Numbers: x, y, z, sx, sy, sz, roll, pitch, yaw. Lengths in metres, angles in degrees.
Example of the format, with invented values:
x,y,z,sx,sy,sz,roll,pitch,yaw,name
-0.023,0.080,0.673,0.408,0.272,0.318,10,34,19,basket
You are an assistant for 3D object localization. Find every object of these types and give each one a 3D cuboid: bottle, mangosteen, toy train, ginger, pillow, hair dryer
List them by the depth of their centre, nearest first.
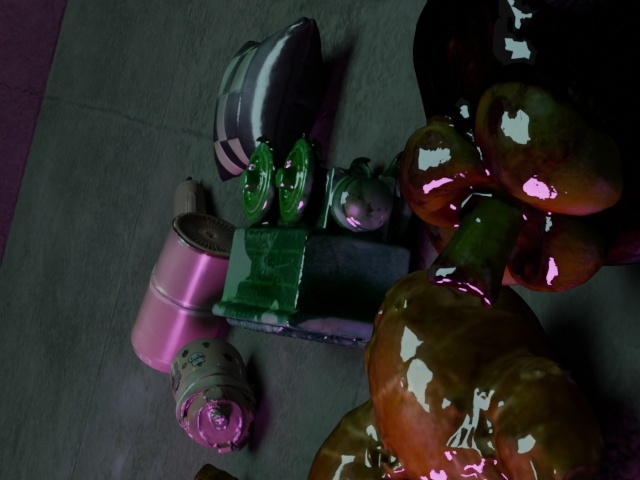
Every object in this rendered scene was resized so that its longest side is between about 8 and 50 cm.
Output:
x,y,z,sx,sy,sz,roll,pitch,yaw,name
0.173,-0.079,1.180,0.287,0.233,0.288,-38,43,47,mangosteen
0.106,0.209,1.286,0.274,0.152,0.358,41,117,45,ginger
0.000,0.000,1.677,0.266,0.145,0.202,180,99,-69,toy train
-0.121,0.186,1.933,0.152,0.099,0.099,-116,44,-61,bottle
-0.065,-0.161,1.992,0.250,0.106,0.186,-177,100,-73,pillow
-0.172,0.013,2.205,0.344,0.106,0.189,-97,26,-62,hair dryer

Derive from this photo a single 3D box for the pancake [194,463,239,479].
x,y,z,sx,sy,sz,roll,pitch,yaw,name
-0.126,0.393,1.792,0.197,0.054,0.377,-40,30,29,pancake
